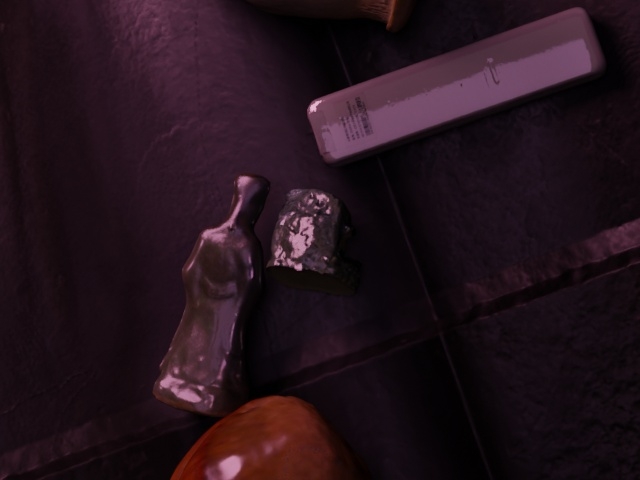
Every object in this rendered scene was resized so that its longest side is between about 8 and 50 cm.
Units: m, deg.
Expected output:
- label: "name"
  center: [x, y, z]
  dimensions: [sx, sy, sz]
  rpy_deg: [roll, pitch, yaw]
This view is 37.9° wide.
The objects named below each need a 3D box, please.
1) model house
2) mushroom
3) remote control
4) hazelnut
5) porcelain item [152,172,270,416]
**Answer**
- label: "model house"
  center: [0.000, 0.000, 0.831]
  dimensions: [0.079, 0.066, 0.083]
  rpy_deg: [5, 69, 24]
- label: "mushroom"
  center: [-0.026, -0.249, 0.834]
  dimensions: [0.247, 0.108, 0.096]
  rpy_deg: [21, 131, 16]
- label: "remote control"
  center: [0.117, -0.133, 0.826]
  dimensions: [0.261, 0.029, 0.067]
  rpy_deg: [-18, 81, 9]
- label: "hazelnut"
  center: [-0.040, 0.216, 0.770]
  dimensions: [0.182, 0.182, 0.182]
  rpy_deg: [-1, 85, 13]
- label: "porcelain item"
  center: [-0.089, 0.044, 0.836]
  dimensions: [0.081, 0.069, 0.215]
  rpy_deg: [12, 89, 26]
